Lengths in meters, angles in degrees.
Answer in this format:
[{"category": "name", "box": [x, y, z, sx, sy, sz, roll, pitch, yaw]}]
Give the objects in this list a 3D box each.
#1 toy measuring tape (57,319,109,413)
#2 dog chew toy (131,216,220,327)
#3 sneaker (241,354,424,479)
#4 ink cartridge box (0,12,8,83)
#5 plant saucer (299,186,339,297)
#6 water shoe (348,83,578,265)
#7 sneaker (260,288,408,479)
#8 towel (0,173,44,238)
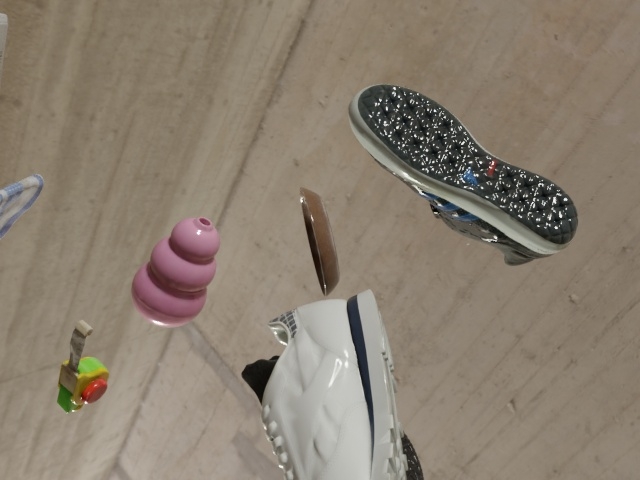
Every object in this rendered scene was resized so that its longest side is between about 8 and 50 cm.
[{"category": "toy measuring tape", "box": [-0.575, 0.306, 1.343, 0.121, 0.121, 0.330, 40, -57, 24]}, {"category": "dog chew toy", "box": [-0.378, 0.077, 1.468, 0.206, 0.207, 0.332, 43, -63, 22]}, {"category": "sneaker", "box": [0.005, 0.156, 0.459, 0.089, 0.051, 0.170, -47, -114, 21]}, {"category": "ink cartridge box", "box": [-0.456, -0.162, 0.418, 0.272, 0.309, 0.130, -122, -133, -65]}, {"category": "plant saucer", "box": [0.000, 0.000, 0.807, 0.029, 0.168, 0.168, -13, -90, -6]}, {"category": "water shoe", "box": [0.101, -0.043, 0.438, 0.203, 0.073, 0.080, 35, -27, 3]}, {"category": "sneaker", "box": [0.009, 0.142, 0.364, 0.095, 0.235, 0.090, -10, -46, 8]}, {"category": "towel", "box": [-0.519, 0.008, 0.789, 0.034, 0.285, 0.209, 42, -80, -16]}]
